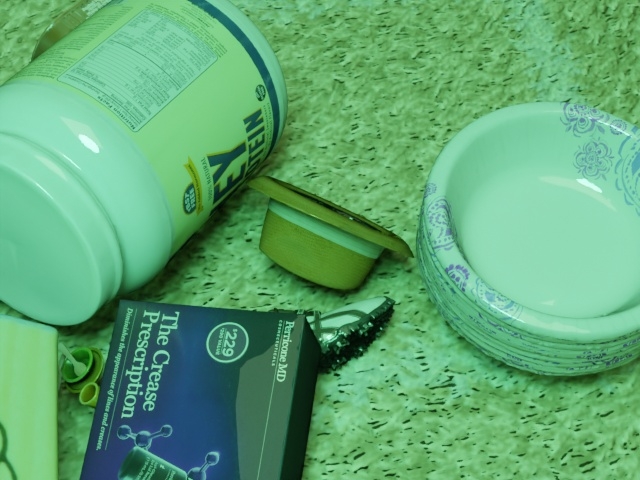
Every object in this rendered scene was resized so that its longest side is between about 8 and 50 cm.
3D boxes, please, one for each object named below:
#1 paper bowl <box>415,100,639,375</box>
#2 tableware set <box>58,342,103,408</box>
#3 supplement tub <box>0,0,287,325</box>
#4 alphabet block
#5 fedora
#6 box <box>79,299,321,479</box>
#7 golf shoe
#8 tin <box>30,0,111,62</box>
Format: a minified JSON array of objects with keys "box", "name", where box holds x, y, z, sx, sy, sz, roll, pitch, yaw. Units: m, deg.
[{"box":[0.240,0.008,1.251,0.284,0.148,0.284,2,57,-3],"name":"paper bowl"},{"box":[-0.264,0.150,1.154,0.154,0.024,0.104,-12,53,30],"name":"tableware set"},{"box":[-0.204,-0.093,1.205,0.235,0.235,0.325,27,48,13],"name":"supplement tub"},{"box":[-0.349,0.181,1.038,0.192,0.193,0.197,18,50,-33],"name":"alphabet block"},{"box":[0.000,0.000,1.256,0.194,0.194,0.079,26,95,13],"name":"fedora"},{"box":[-0.111,0.196,1.093,0.184,0.103,0.261,4,67,9],"name":"box"},{"box":[-0.016,0.094,1.222,0.198,0.077,0.094,-29,63,-21],"name":"golf shoe"},{"box":[-0.257,-0.245,1.405,0.040,0.106,0.189,36,63,18],"name":"tin"}]
